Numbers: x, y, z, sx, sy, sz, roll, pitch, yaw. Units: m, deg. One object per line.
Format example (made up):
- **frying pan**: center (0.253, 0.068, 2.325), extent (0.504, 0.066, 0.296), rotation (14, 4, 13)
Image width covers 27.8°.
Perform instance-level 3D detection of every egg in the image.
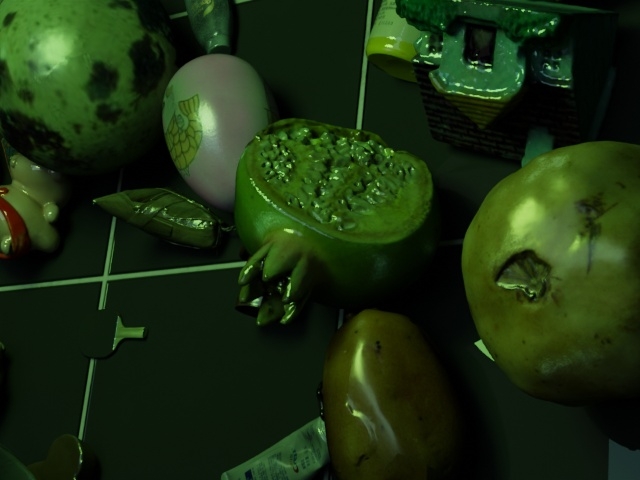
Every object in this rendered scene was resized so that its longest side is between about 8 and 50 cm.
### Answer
- **egg**: center (-0.410, -0.307, 2.220), extent (0.345, 0.345, 0.428), rotation (-35, 40, 19)
- **egg**: center (-0.152, -0.175, 2.084), extent (0.196, 0.196, 0.271), rotation (-39, 59, 16)

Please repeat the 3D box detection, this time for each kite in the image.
- **kite**: center (-0.567, -0.183, 2.487), extent (0.159, 0.010, 0.190), rotation (11, 79, 36)

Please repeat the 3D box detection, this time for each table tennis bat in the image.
- **table tennis bat**: center (-0.357, 0.158, 2.204), extent (0.156, 0.013, 0.087), rotation (-3, 69, 35)

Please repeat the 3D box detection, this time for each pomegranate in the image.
- **pomegranate**: center (0.000, 0.000, 1.849), extent (0.309, 0.216, 0.358), rotation (28, 53, 12)
- **pomegranate**: center (0.342, 0.042, 1.593), extent (0.332, 0.332, 0.333), rotation (-13, 65, 30)

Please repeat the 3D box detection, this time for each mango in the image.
- **mango**: center (0.099, 0.226, 1.769), extent (0.153, 0.201, 0.287), rotation (120, 136, -57)

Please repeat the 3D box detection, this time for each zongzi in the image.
- **zongzi**: center (-0.253, -0.031, 2.105), extent (0.189, 0.178, 0.081), rotation (27, 106, 38)

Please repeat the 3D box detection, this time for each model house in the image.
- **model house**: center (0.246, -0.216, 1.821), extent (0.280, 0.230, 0.249), rotation (16, 106, 33)

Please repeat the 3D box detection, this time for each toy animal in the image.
- **toy animal**: center (-0.536, -0.058, 2.331), extent (0.171, 0.171, 0.198), rotation (29, 81, 38)

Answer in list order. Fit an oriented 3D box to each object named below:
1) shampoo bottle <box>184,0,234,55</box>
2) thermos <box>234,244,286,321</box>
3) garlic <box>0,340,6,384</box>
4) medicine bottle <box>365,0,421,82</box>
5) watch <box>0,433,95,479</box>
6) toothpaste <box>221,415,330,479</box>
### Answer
- **shampoo bottle**: center (-0.201, -0.425, 2.306), extent (0.087, 0.049, 0.234), rotation (-29, 58, 25)
- **thermos**: center (-0.059, 0.006, 2.013), extent (0.124, 0.099, 0.232), rotation (13, 75, 2)
- **garlic**: center (-0.652, 0.244, 2.284), extent (0.214, 0.191, 0.160), rotation (141, 124, -70)
- **medicine bottle**: center (0.157, -0.361, 1.990), extent (0.121, 0.122, 0.213), rotation (13, 79, 37)
- **watch**: center (-0.510, 0.462, 1.987), extent (0.314, 0.327, 0.335), rotation (-45, 54, 12)
- **toothpaste**: center (-0.043, 0.326, 1.902), extent (0.266, 0.061, 0.096), rotation (-38, 56, 25)
